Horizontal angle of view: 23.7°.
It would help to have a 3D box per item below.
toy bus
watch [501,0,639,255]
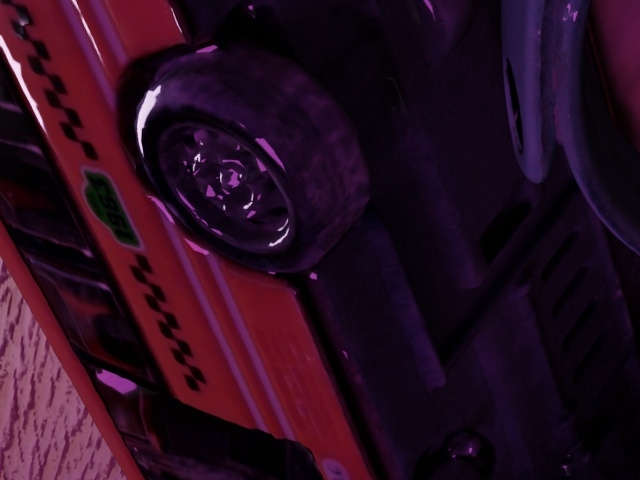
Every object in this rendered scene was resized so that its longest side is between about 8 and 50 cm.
[{"bbox_3d":[0.000,0.000,0.601,0.233,0.203,0.427,11,136,39],"label":"toy bus"},{"bbox_3d":[0.145,-0.089,0.422,0.195,0.068,0.237,-8,132,5],"label":"watch"}]
